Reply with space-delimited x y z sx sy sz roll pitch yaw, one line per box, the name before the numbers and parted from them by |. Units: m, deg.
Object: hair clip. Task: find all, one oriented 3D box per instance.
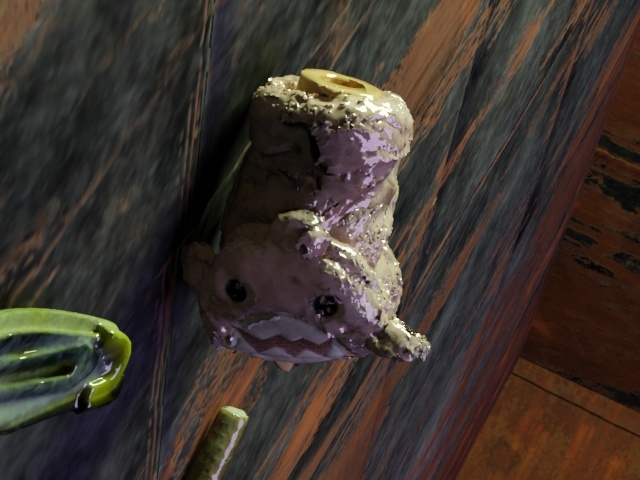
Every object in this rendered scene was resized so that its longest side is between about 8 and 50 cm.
hair clip | -0.112 0.049 0.623 0.060 0.033 0.188 -69 166 11

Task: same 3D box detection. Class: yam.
yam | -0.073 0.150 1.074 0.116 0.021 0.021 -65 169 3

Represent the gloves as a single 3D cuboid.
gloves | -0.007 -0.006 0.846 0.094 0.110 0.144 -22 107 -64
